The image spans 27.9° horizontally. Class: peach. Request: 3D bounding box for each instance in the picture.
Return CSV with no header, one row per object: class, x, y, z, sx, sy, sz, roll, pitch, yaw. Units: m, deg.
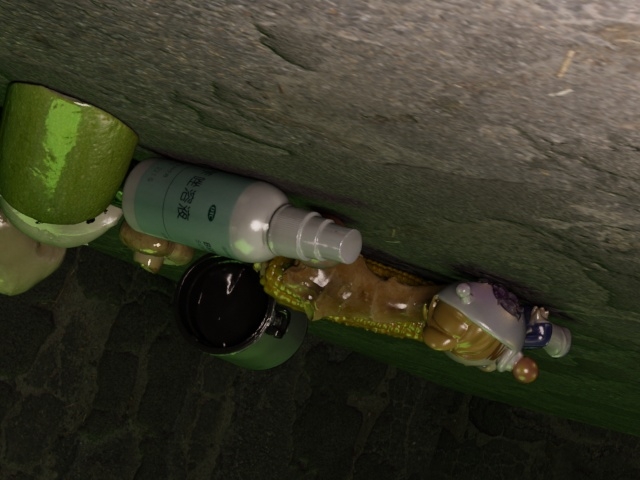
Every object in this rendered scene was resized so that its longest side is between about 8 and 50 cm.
peach,0.002,0.000,1.769,0.083,0.083,0.083,19,172,3

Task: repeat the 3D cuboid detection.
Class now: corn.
corn,0.069,0.086,2.053,0.363,0.120,0.120,18,172,3

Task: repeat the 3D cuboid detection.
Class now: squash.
squash,-0.334,-0.156,1.726,0.189,0.189,0.260,21,136,-7

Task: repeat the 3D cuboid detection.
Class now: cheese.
cheese,-0.422,-0.070,2.057,0.198,0.154,0.189,23,175,-17

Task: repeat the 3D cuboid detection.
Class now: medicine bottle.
medicine bottle,-0.103,-0.029,1.702,0.352,0.110,0.110,15,171,34

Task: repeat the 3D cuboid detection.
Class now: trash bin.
trash bin,-0.163,0.149,2.686,0.277,0.217,0.262,23,174,19

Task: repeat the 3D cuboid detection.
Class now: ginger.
ginger,0.086,0.069,1.959,0.295,0.131,0.086,7,-178,-9

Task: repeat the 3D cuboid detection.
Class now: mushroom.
mushroom,-0.305,0.000,2.399,0.148,0.112,0.148,26,168,6

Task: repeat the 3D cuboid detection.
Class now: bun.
bun,-0.637,-0.062,2.398,0.362,0.234,0.326,33,174,32

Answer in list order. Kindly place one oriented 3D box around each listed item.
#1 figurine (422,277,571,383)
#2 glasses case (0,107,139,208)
figurine,0.271,0.131,1.869,0.274,0.133,0.194,17,-163,-27
glasses case,-0.373,-0.110,1.922,0.272,0.062,0.095,21,158,-12
